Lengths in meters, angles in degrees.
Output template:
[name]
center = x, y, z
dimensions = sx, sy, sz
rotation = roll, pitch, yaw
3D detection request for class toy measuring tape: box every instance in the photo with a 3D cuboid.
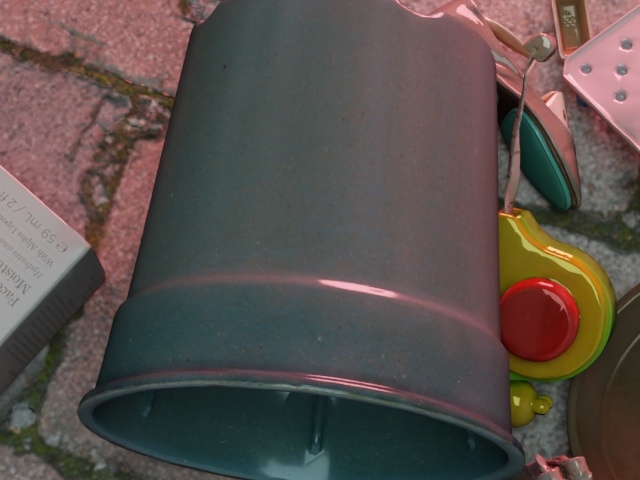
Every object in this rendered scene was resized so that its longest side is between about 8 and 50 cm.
[toy measuring tape]
center = 0.199, -0.001, 1.551
dimensions = 0.121, 0.121, 0.330
rotation = 9, 99, -1

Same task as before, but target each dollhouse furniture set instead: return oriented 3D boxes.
[dollhouse furniture set]
center = 0.241, -0.222, 1.636
dimensions = 0.091, 0.081, 0.114
rotation = -6, 80, -4

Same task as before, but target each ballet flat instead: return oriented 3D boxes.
[ballet flat]
center = 0.174, -0.125, 1.624
dimensions = 0.068, 0.072, 0.213
rotation = -36, 84, -19

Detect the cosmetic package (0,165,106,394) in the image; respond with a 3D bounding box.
[cosmetic package]
center = -0.295, 0.036, 1.529
dimensions = 0.151, 0.151, 0.183
rotation = 40, 81, 6

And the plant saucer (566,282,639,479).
[plant saucer]
center = 0.340, 0.136, 1.538
dimensions = 0.278, 0.041, 0.277
rotation = -12, 58, 20

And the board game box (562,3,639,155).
[board game box]
center = 0.472, -0.124, 1.574
dimensions = 0.390, 0.050, 0.390
rotation = -36, 59, -9

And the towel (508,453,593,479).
[towel]
center = 0.211, 0.308, 1.485
dimensions = 0.049, 0.187, 0.282
rotation = -17, 80, -10

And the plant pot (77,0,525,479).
[plant pot]
center = 0.000, 0.000, 1.477
dimensions = 0.341, 0.341, 0.334
rotation = 6, 72, -1
